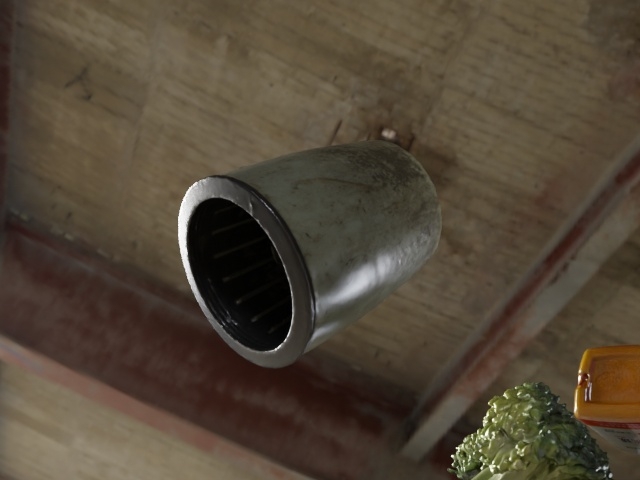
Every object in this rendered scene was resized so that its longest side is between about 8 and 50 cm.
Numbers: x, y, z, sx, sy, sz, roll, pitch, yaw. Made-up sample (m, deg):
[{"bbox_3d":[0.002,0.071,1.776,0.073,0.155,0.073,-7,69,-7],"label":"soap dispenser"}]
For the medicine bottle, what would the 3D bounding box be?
[{"bbox_3d":[0.470,0.236,1.493,0.149,0.112,0.222,-7,-32,43],"label":"medicine bottle"}]

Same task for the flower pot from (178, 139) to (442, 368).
[{"bbox_3d":[0.000,0.000,1.615,0.293,0.330,0.294,26,-53,41],"label":"flower pot"}]

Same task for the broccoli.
[{"bbox_3d":[0.327,0.404,1.719,0.281,0.293,0.348,-25,-23,-2],"label":"broccoli"}]
